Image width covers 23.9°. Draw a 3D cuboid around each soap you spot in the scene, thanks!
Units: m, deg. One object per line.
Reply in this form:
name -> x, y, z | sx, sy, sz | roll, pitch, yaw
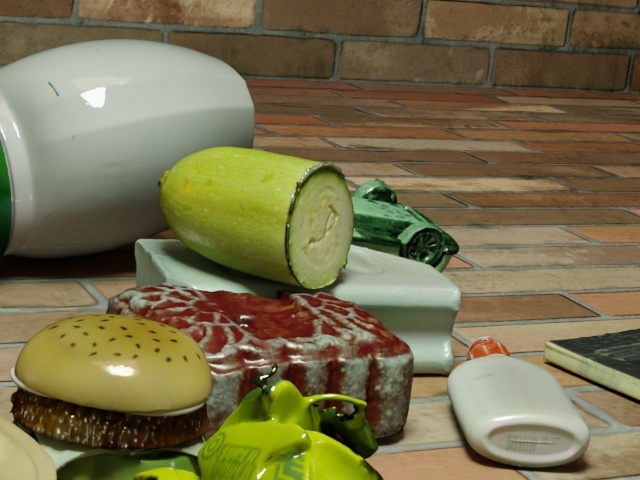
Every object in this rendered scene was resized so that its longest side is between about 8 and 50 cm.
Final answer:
soap -> -0.028, 0.063, 1.480 | 0.290, 0.095, 0.173 | 1, 16, -20

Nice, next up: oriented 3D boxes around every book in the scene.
book -> 0.442, 0.152, 1.487 | 0.263, 0.028, 0.374 | -4, 17, -40

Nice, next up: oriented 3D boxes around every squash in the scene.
squash -> -0.072, -0.028, 1.400 | 0.187, 0.123, 0.123 | 13, 16, 27

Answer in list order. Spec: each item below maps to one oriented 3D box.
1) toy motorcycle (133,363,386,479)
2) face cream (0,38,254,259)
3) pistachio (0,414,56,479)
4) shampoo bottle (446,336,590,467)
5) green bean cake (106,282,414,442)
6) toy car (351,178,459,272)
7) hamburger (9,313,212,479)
toy motorcycle -> 0.013, 0.193, 0.909 | 0.342, 0.142, 0.206 | 19, 57, 39
face cream -> -0.269, -0.096, 1.671 | 0.357, 0.219, 0.312 | -15, -9, -34
pistachio -> -0.270, 0.144, 0.993 | 0.201, 0.117, 0.145 | 5, 35, 5
shampoo bottle -> 0.168, 0.139, 1.356 | 0.108, 0.051, 0.221 | 3, 15, -5
green bean cake -> -0.050, 0.104, 1.304 | 0.233, 0.097, 0.198 | -1, 16, -25
toy car -> 0.000, 0.000, 1.655 | 0.306, 0.125, 0.136 | 6, 22, -30
hamburger -> -0.152, 0.124, 1.105 | 0.175, 0.136, 0.175 | 7, 11, -1
